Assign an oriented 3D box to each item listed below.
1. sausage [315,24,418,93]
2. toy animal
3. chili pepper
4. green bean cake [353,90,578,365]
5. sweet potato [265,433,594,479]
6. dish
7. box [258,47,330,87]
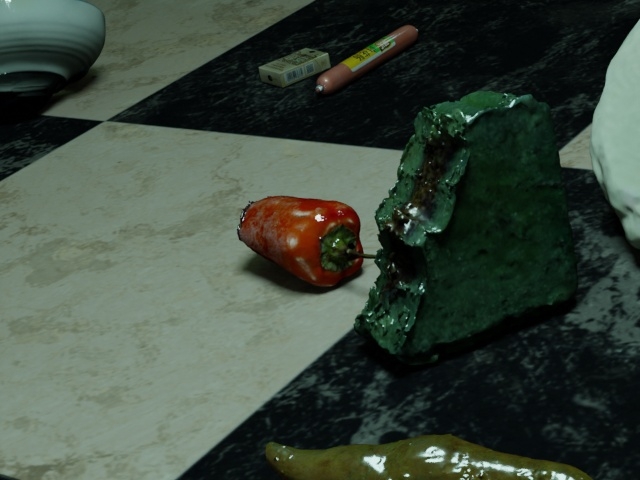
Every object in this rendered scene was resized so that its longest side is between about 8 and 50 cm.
[{"bbox_3d":[0.063,-0.241,2.004,0.029,0.029,0.223,10,33,39],"label":"sausage"},{"bbox_3d":[0.381,-0.078,1.419,0.266,0.188,0.308,-38,41,-5],"label":"toy animal"},{"bbox_3d":[0.000,0.000,1.464,0.086,0.084,0.192,-45,33,-24],"label":"chili pepper"},{"bbox_3d":[0.112,-0.018,1.310,0.193,0.208,0.107,-18,23,-18],"label":"green bean cake"},{"bbox_3d":[0.087,0.172,1.087,0.274,0.067,0.067,2,28,22],"label":"sweet potato"},{"bbox_3d":[-0.427,-0.232,2.092,0.273,0.133,0.273,-9,-9,-1],"label":"dish"},{"bbox_3d":[-0.035,-0.234,2.039,0.083,0.024,0.053,-28,30,-29],"label":"box"}]
